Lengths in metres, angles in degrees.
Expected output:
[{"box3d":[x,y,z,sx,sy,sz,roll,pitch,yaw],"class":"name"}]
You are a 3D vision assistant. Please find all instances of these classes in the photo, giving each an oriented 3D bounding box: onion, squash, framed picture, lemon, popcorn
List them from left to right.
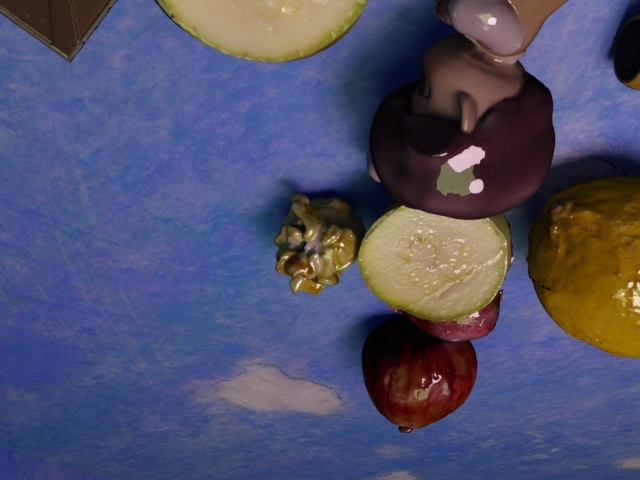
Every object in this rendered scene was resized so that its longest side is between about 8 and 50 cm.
[{"box3d":[-0.288,-0.279,0.534,0.149,0.011,0.109,-31,129,30],"class":"framed picture"},{"box3d":[-0.065,-0.301,0.488,0.252,0.048,0.252,1,140,1],"class":"squash"},{"box3d":[0.000,0.000,0.750,0.142,0.135,0.162,-15,97,9],"class":"popcorn"},{"box3d":[0.174,0.026,0.715,0.220,0.133,0.220,4,107,15],"class":"squash"},{"box3d":[0.211,0.100,0.848,0.195,0.159,0.159,-4,137,4],"class":"onion"},{"box3d":[0.435,0.035,0.699,0.310,0.253,0.253,32,129,-24],"class":"lemon"}]

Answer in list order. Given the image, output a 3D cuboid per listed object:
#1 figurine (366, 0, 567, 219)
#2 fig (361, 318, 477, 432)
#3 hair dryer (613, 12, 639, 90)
[{"box3d":[0.149,-0.179,0.504,0.207,0.218,0.364,-2,131,5],"class":"figurine"},{"box3d":[0.190,0.266,0.992,0.224,0.223,0.263,11,140,-11],"class":"fig"},{"box3d":[0.411,-0.285,0.485,0.135,0.090,0.278,0,131,3],"class":"hair dryer"}]
